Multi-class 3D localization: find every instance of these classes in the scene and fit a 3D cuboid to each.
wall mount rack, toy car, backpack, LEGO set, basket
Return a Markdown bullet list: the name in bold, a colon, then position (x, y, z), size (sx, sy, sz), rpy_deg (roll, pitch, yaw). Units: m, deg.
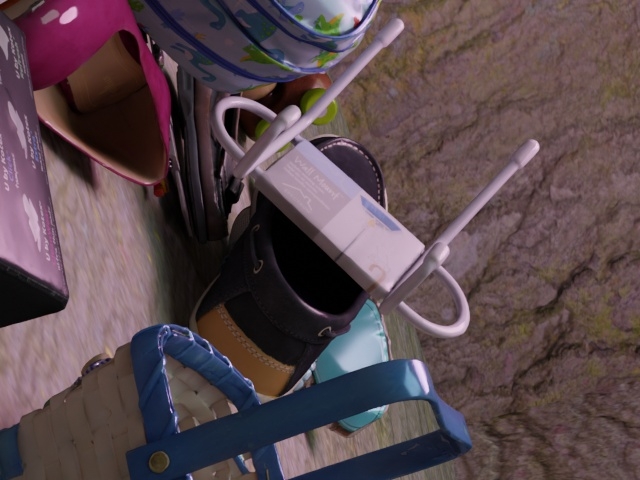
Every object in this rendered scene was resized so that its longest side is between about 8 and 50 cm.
- **wall mount rack**: position (0.070, -0.077, 1.515), size (0.350, 0.130, 0.304), rpy_deg (43, 35, 1)
- **toy car**: position (-0.082, -0.248, 2.109), size (0.188, 0.149, 0.155), rpy_deg (57, 3, -27)
- **backpack**: position (-0.096, -0.309, 1.414), size (0.355, 0.273, 0.290), rpy_deg (65, 35, -35)
- **LEGO set**: position (-0.181, -0.124, 1.524), size (0.244, 0.060, 0.182), rpy_deg (86, -8, -68)
- **basket**: position (-0.052, 0.152, 0.934), size (0.255, 0.289, 0.201), rpy_deg (57, 19, -68)

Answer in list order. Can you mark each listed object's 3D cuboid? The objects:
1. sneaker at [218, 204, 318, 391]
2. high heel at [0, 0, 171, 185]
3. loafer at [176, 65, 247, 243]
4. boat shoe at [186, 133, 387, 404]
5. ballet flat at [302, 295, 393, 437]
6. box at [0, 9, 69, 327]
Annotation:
- **sneaker**: position (-0.067, 0.044, 1.718), size (0.122, 0.110, 0.283), rpy_deg (55, 16, -42)
- **high heel**: position (-0.175, -0.116, 1.157), size (0.181, 0.127, 0.377), rpy_deg (63, 6, -7)
- **loafer**: position (-0.117, -0.111, 1.671), size (0.096, 0.084, 0.267), rpy_deg (92, -10, -49)
- **boat shoe**: position (0.000, 0.000, 1.623), size (0.187, 0.156, 0.500), rpy_deg (41, 30, -6)
- **ballet flat**: position (0.004, 0.087, 2.073), size (0.147, 0.147, 0.408), rpy_deg (48, 28, -72)
- **box**: position (-0.228, -0.047, 0.555), size (0.270, 0.165, 0.143), rpy_deg (51, 25, -72)
